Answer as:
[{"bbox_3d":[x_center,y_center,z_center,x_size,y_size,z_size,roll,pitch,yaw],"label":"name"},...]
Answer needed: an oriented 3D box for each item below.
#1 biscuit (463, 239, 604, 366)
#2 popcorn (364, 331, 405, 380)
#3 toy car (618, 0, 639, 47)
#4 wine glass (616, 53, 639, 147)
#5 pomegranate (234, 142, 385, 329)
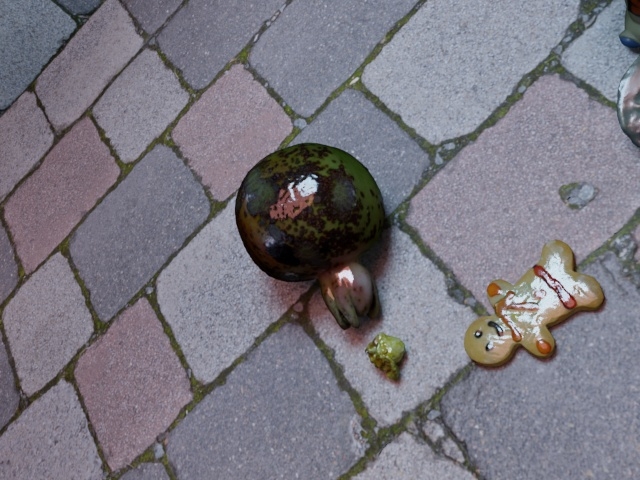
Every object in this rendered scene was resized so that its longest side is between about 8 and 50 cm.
[{"bbox_3d":[0.329,0.114,1.089,0.234,0.030,0.153,-39,52,11],"label":"biscuit"},{"bbox_3d":[0.115,0.199,1.168,0.068,0.059,0.083,-26,66,20],"label":"popcorn"},{"bbox_3d":[0.557,-0.504,1.088,0.226,0.242,0.336,28,84,35],"label":"toy car"},{"bbox_3d":[0.513,-0.219,0.860,0.267,0.406,0.267,-1,86,16],"label":"wine glass"},{"bbox_3d":[0.000,0.000,1.221,0.284,0.285,0.341,-28,79,19],"label":"pomegranate"}]
